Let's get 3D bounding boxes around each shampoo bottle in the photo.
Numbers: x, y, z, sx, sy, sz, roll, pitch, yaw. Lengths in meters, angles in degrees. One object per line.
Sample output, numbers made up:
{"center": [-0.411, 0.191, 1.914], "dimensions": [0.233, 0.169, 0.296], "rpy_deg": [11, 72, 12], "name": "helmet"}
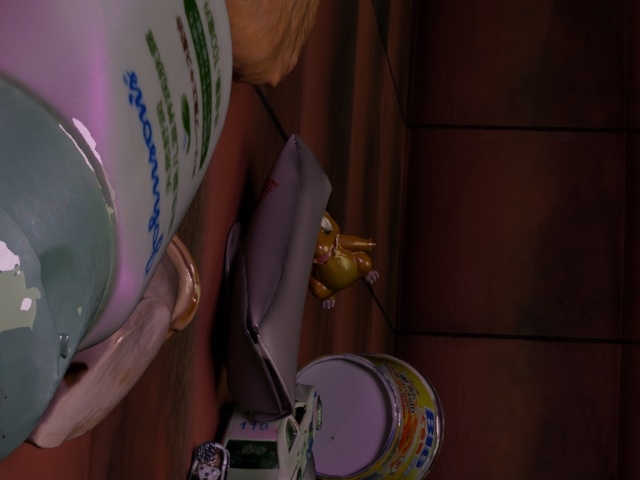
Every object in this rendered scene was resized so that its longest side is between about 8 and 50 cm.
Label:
{"center": [-0.141, -0.031, 0.595], "dimensions": [0.349, 0.151, 0.221], "rpy_deg": [-71, 163, -61], "name": "shampoo bottle"}

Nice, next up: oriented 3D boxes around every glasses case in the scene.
{"center": [-0.054, 0.029, 1.437], "dimensions": [0.128, 0.083, 0.308], "rpy_deg": [75, 18, -44], "name": "glasses case"}

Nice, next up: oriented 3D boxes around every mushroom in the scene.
{"center": [-0.134, 0.040, 0.861], "dimensions": [0.247, 0.096, 0.108], "rpy_deg": [-65, 131, -77], "name": "mushroom"}

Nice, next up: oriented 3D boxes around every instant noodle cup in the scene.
{"center": [0.041, 0.233, 1.780], "dimensions": [0.153, 0.205, 0.204], "rpy_deg": [31, 61, -70], "name": "instant noodle cup"}

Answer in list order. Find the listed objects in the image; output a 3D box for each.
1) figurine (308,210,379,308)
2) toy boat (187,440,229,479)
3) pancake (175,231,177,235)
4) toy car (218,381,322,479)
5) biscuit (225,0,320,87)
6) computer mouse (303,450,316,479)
{"center": [-0.002, -0.004, 1.805], "dimensions": [0.122, 0.121, 0.176], "rpy_deg": [64, 4, 30], "name": "figurine"}
{"center": [-0.104, 0.219, 1.284], "dimensions": [0.038, 0.038, 0.083], "rpy_deg": [83, 13, -47], "name": "toy boat"}
{"center": [-0.132, 0.004, 1.084], "dimensions": [0.158, 0.028, 0.158], "rpy_deg": [4, 90, -84], "name": "pancake"}
{"center": [-0.056, 0.198, 1.429], "dimensions": [0.224, 0.090, 0.076], "rpy_deg": [-71, 159, -63], "name": "toy car"}
{"center": [-0.050, -0.364, 1.290], "dimensions": [0.429, 0.104, 0.446], "rpy_deg": [-8, 99, -82], "name": "biscuit"}
{"center": [-0.038, 0.266, 1.579], "dimensions": [0.229, 0.068, 0.113], "rpy_deg": [65, 36, -81], "name": "computer mouse"}
